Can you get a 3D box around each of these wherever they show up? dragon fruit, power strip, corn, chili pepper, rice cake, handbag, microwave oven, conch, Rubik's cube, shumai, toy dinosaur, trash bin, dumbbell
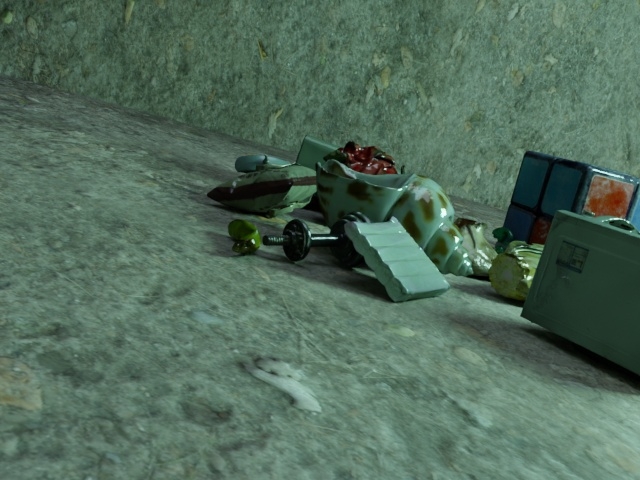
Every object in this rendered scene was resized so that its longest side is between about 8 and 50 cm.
[{"bbox_3d":[0.115,-0.107,2.128,0.293,0.234,0.234,51,7,-7],"label":"dragon fruit"},{"bbox_3d":[-0.127,-0.163,2.131,0.137,0.044,0.216,0,-21,14],"label":"power strip"},{"bbox_3d":[0.478,0.074,1.825,0.305,0.123,0.122,4,16,-44],"label":"corn"},{"bbox_3d":[-0.134,-0.005,1.544,0.050,0.052,0.202,48,0,-15],"label":"chili pepper"},{"bbox_3d":[0.140,0.034,1.553,0.189,0.037,0.198,52,26,12],"label":"rice cake"},{"bbox_3d":[-0.111,-0.114,1.977,0.213,0.127,0.235,-12,-4,26],"label":"handbag"},{"bbox_3d":[0.530,0.094,1.454,0.181,0.237,0.295,10,10,-35],"label":"microwave oven"},{"bbox_3d":[0.148,-0.047,1.752,0.368,0.197,0.249,12,0,31],"label":"conch"},{"bbox_3d":[0.690,-0.041,2.234,0.313,0.316,0.318,12,9,-20],"label":"Rubik's cube"},{"bbox_3d":[0.351,0.013,1.988,0.201,0.120,0.201,16,7,-2],"label":"shumai"},{"bbox_3d":[0.481,0.017,2.229,0.059,0.096,0.132,9,9,-26],"label":"toy dinosaur"},{"bbox_3d":[0.104,-0.155,2.346,0.343,0.158,0.223,18,-1,7],"label":"trash bin"},{"bbox_3d":[0.000,0.000,1.598,0.254,0.110,0.110,-1,18,-38],"label":"dumbbell"}]

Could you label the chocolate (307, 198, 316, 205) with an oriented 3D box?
[{"bbox_3d":[-0.061,-0.109,2.286,0.100,0.031,0.064,16,2,28],"label":"chocolate"}]
